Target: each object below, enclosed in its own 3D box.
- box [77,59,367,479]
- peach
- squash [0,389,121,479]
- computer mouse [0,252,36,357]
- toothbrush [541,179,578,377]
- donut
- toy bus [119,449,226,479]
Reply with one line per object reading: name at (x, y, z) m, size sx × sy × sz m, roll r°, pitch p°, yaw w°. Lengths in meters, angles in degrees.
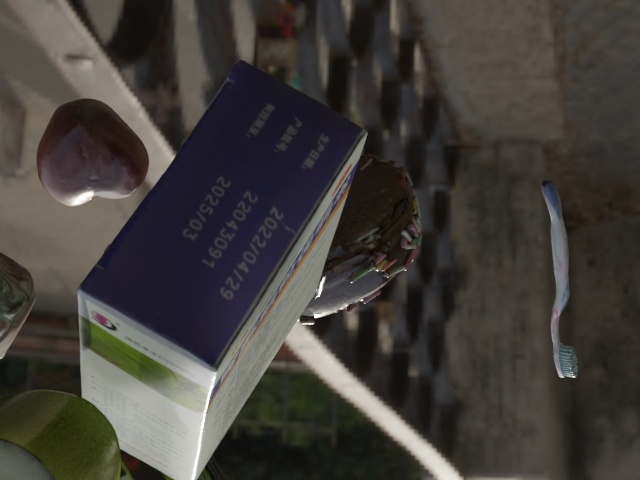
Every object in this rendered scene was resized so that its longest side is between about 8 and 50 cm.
box at (-0.077, 0.038, 1.055) m, size 0.106 × 0.200 × 0.299 m, roll 29°, pitch 156°, yaw 6°
peach at (-0.317, -0.120, 2.012) m, size 0.152 × 0.152 × 0.152 m, roll 2°, pitch 163°, yaw 1°
squash at (-0.192, 0.159, 0.967) m, size 0.123 × 0.123 × 0.187 m, roll 0°, pitch -172°, yaw 8°
computer mouse at (-0.353, 0.087, 1.424) m, size 0.199 × 0.115 × 0.389 m, roll -42°, pitch 179°, yaw -1°
toothbrush at (0.254, 0.047, 1.571) m, size 0.027 × 0.021 × 0.269 m, roll 4°, pitch 129°, yaw 20°
donut at (0.000, 0.000, 1.765) m, size 0.269 × 0.270 × 0.103 m, roll -7°, pitch 121°, yaw 28°
toy bus at (-0.208, 0.297, 1.444) m, size 0.150 × 0.128 × 0.262 m, roll -12°, pitch 156°, yaw -46°
